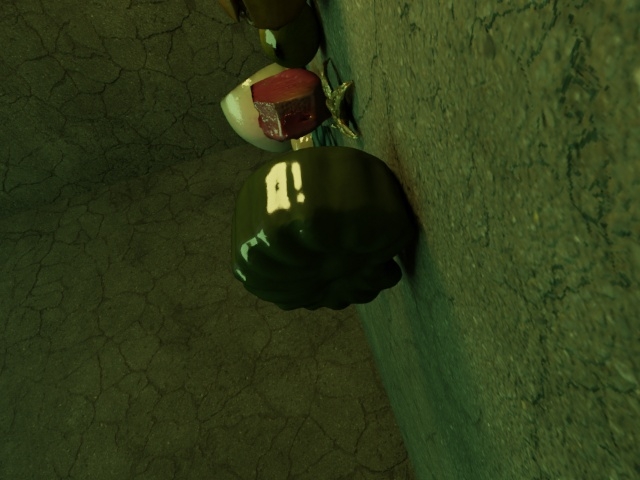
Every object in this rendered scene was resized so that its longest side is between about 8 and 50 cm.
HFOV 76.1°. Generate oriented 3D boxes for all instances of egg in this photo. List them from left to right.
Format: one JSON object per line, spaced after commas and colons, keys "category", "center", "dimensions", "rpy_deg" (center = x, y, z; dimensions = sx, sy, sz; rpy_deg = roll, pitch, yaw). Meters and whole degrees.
{"category": "egg", "center": [-0.218, -0.558, 1.831], "dimensions": [0.340, 0.354, 0.354], "rpy_deg": [56, -177, -14]}

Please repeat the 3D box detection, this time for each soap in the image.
{"category": "soap", "center": [-0.090, -0.396, 1.188], "dimensions": [0.325, 0.220, 0.127], "rpy_deg": [-108, -3, -53]}

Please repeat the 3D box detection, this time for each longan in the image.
{"category": "longan", "center": [-0.065, -0.495, 0.965], "dimensions": [0.145, 0.176, 0.155], "rpy_deg": [31, 151, 4]}

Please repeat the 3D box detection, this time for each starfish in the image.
{"category": "starfish", "center": [0.031, -0.317, 0.915], "dimensions": [0.247, 0.050, 0.138], "rpy_deg": [-114, 8, -51]}

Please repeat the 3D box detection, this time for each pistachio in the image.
{"category": "pistachio", "center": [-0.051, -0.398, 1.565], "dimensions": [0.152, 0.126, 0.223], "rpy_deg": [-33, 66, 53]}

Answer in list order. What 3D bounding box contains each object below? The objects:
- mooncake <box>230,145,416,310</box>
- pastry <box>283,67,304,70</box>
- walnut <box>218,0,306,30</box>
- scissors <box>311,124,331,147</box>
{"category": "mooncake", "center": [0.000, 0.000, 0.755], "dimensions": [0.351, 0.351, 0.187], "rpy_deg": [75, -172, -60]}
{"category": "pastry", "center": [-0.088, -0.585, 1.490], "dimensions": [0.153, 0.081, 0.153], "rpy_deg": [173, 90, -88]}
{"category": "walnut", "center": [-0.113, -0.556, 0.726], "dimensions": [0.336, 0.209, 0.209], "rpy_deg": [92, 164, -48]}
{"category": "scissors", "center": [0.006, -0.216, 1.287], "dimensions": [0.191, 0.029, 0.360], "rpy_deg": [32, -125, -71]}
